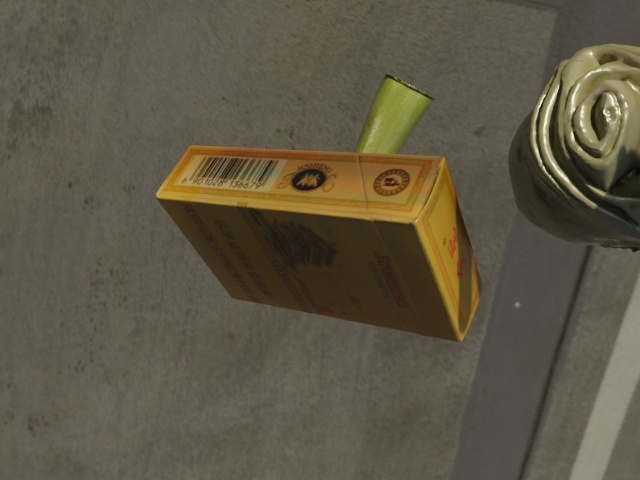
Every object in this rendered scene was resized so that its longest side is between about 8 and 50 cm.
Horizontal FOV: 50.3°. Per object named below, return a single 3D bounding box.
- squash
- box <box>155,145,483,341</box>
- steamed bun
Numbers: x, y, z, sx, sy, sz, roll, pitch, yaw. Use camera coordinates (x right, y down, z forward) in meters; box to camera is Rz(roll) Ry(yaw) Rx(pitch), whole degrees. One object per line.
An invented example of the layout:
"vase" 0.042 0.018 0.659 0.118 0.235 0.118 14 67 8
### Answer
"squash" 0.104 -0.168 1.161 0.094 0.094 0.224 16 113 -25
"box" 0.000 0.000 0.649 0.076 0.274 0.174 -63 143 -29
"steamed bun" 0.457 -0.132 1.014 0.324 0.219 0.309 22 96 11
